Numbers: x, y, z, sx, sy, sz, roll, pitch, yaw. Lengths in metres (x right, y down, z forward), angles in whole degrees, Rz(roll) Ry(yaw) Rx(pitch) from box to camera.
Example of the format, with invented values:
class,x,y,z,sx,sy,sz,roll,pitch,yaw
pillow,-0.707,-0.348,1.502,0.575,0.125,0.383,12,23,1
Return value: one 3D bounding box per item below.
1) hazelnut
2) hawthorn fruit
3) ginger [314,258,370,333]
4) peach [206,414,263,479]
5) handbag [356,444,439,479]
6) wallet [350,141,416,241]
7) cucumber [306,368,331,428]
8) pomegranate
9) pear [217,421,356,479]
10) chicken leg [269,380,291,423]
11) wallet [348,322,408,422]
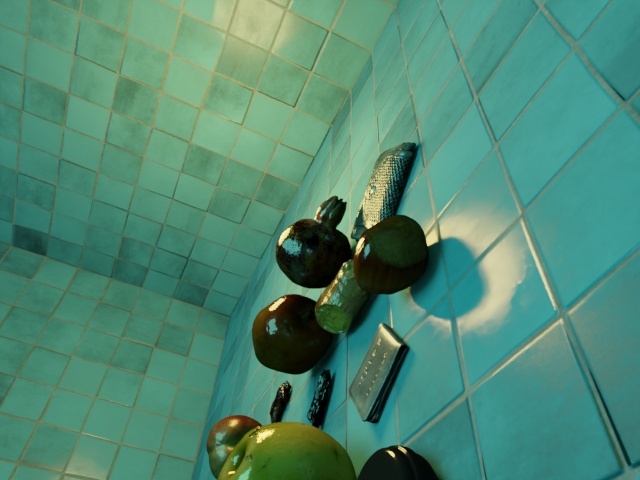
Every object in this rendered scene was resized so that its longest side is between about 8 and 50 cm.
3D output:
class,x,y,z,sx,sy,sz,roll,pitch,yaw
hazelnut,0.185,0.044,1.289,0.186,0.210,0.210,-13,54,46
hawthorn fruit,-0.086,0.313,1.750,0.301,0.268,0.267,-49,24,49
ginger,0.079,0.164,1.599,0.221,0.130,0.275,-65,9,-29
peach,-0.309,0.788,1.923,0.252,0.252,0.252,-159,90,-76
handbag,0.134,0.531,0.923,0.308,0.093,0.254,-91,24,-55
wallet,0.200,-0.157,1.708,0.342,0.075,0.237,-70,17,-4
cucumber,0.002,0.487,1.579,0.053,0.053,0.181,-34,35,67
pomegranate,0.000,0.000,1.828,0.285,0.285,0.340,-112,42,-70
pear,-0.079,0.592,1.192,0.348,0.348,0.348,-159,90,-76
chicken leg,-0.163,0.643,1.970,0.089,0.048,0.219,-163,94,-79
wallet,0.141,0.332,1.293,0.167,0.036,0.222,-134,66,-75
